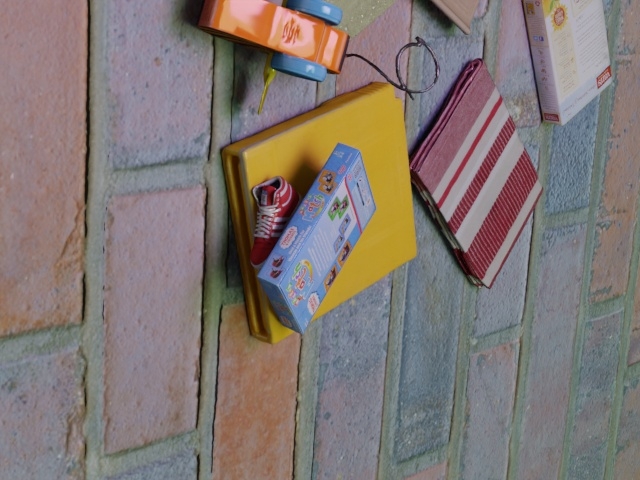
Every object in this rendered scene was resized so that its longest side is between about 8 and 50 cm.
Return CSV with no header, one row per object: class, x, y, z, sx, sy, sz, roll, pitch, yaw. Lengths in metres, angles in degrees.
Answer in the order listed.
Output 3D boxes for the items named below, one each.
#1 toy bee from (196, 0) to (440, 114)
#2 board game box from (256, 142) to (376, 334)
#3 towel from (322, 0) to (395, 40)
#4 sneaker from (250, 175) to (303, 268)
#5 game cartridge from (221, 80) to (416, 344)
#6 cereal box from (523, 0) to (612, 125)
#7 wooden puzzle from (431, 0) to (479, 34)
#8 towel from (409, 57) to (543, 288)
toy bee,-0.029,-0.241,1.458,0.298,0.162,0.195,37,84,-22
board game box,0.000,0.000,1.508,0.211,0.039,0.160,-60,158,-19
towel,0.046,-0.341,1.577,0.148,0.027,0.110,-47,132,-29
sneaker,-0.068,-0.027,1.462,0.067,0.042,0.118,52,55,-46
game cartridge,0.010,-0.047,1.613,0.323,0.052,0.285,-29,121,-41
cereal box,0.428,-0.342,1.974,0.173,0.047,0.240,-38,127,-34
wooden puzzle,0.191,-0.456,1.694,0.221,0.044,0.239,31,74,-47
towel,0.259,-0.101,1.874,0.237,0.037,0.329,-57,137,-22
